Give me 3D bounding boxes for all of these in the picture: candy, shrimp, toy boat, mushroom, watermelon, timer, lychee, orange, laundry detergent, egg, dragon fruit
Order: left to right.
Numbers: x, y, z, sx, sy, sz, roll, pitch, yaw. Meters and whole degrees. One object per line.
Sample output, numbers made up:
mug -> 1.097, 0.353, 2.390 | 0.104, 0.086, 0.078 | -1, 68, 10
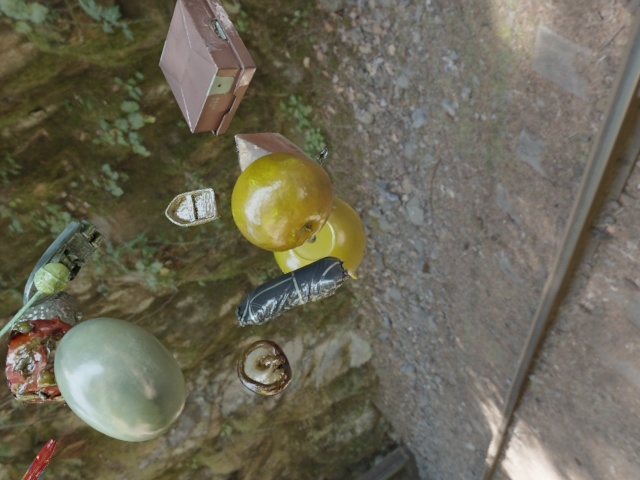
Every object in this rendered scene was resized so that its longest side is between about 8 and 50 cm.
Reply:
candy -> -0.842, 0.201, 1.558 | 0.093, 0.335, 0.092 | 32, 161, 11
laundry detergent -> -0.908, 0.722, 1.785 | 0.049, 0.165, 0.097 | 30, 155, -14
lychee -> -1.118, 0.332, 2.263 | 0.255, 0.275, 0.255 | 176, 90, -75
toy boat -> -0.828, 0.082, 1.761 | 0.092, 0.319, 0.141 | 24, 156, 19
dragon fruit -> -0.835, 0.391, 1.821 | 0.314, 0.263, 0.295 | 104, 161, -76
egg -> -0.495, 0.342, 1.372 | 0.352, 0.258, 0.258 | 41, 168, -1
toy boat -> -0.433, -0.107, 1.887 | 0.061, 0.189, 0.115 | 7, -107, -77
mushroom -> -0.213, 0.500, 2.130 | 0.138, 0.194, 0.231 | 59, -172, -51
watermelon -> -0.124, -0.241, 1.688 | 0.292, 0.251, 0.282 | 92, 160, -64
orange -> -0.102, -0.107, 1.468 | 0.235, 0.279, 0.279 | 46, 165, 20
shrimp -> -0.050, -0.271, 2.075 | 0.035, 0.148, 0.195 | 54, 133, 9
timer -> 0.000, 0.000, 2.019 | 0.376, 0.376, 0.387 | 55, -177, 7

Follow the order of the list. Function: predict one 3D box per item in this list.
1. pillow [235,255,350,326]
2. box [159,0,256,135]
pillow -> -0.079, 0.142, 1.538 | 0.161, 0.335, 0.092 | -104, -9, -73
box -> -0.245, -0.365, 1.161 | 0.215, 0.086, 0.215 | 62, 144, 15
